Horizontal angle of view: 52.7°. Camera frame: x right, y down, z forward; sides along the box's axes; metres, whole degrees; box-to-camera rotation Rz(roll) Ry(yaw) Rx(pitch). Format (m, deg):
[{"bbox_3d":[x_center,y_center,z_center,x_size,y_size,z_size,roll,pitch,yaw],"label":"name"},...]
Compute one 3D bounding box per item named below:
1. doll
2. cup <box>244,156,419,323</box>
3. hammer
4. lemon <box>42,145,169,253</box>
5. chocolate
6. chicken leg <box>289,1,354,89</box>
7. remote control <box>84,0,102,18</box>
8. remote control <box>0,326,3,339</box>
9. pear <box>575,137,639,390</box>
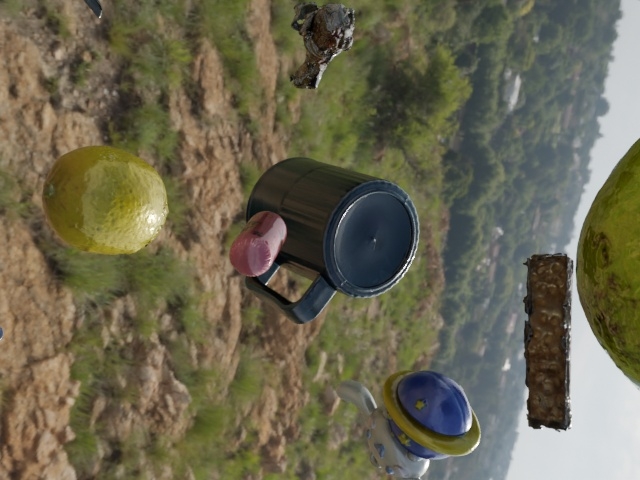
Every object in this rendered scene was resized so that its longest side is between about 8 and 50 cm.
[{"bbox_3d":[0.163,0.322,1.199,0.159,0.311,0.242,-22,133,-32],"label":"doll"},{"bbox_3d":[-0.001,-0.018,1.272,0.308,0.292,0.242,-25,115,-27],"label":"cup"},{"bbox_3d":[-0.055,0.003,0.575,0.083,0.043,0.043,-71,166,-66],"label":"hammer"},{"bbox_3d":[-0.482,-0.088,1.476,0.320,0.245,0.245,14,89,-53],"label":"lemon"},{"bbox_3d":[0.434,0.189,1.210,0.065,0.102,0.329,6,83,-30],"label":"chocolate"},{"bbox_3d":[0.004,-0.370,1.219,0.196,0.125,0.080,98,-21,-63],"label":"chicken leg"},{"bbox_3d":[-0.300,-0.314,0.849,0.016,0.091,0.034,-40,125,-1],"label":"remote control"},{"bbox_3d":[-0.679,0.201,1.234,0.152,0.027,0.043,-25,92,-59],"label":"remote control"},{"bbox_3d":[0.471,0.040,0.676,0.391,0.391,0.391,13,90,-71],"label":"pear"}]
